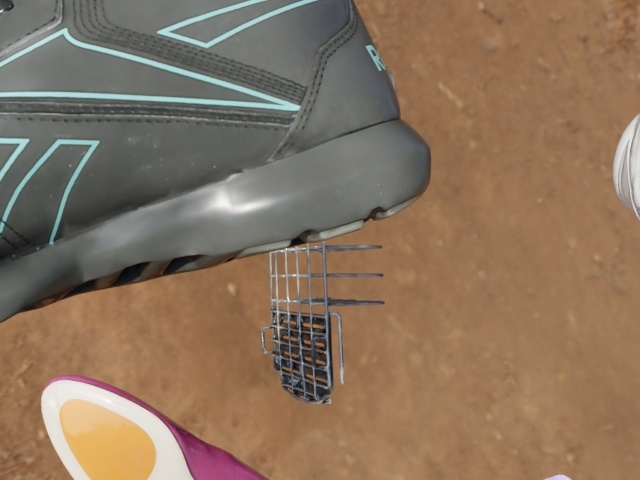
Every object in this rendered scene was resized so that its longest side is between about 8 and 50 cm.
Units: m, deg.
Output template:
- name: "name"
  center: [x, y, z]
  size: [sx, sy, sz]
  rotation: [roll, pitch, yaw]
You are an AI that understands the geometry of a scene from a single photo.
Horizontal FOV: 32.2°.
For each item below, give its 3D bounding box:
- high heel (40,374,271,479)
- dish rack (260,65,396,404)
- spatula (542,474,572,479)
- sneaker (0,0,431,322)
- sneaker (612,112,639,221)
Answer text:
- name: "high heel"
  center: [-0.101, 0.171, 0.835]
  size: [0.244, 0.082, 0.117]
  rotation: [35, 9, -9]
- name: "dish rack"
  center: [0.000, 0.000, 0.939]
  size: [0.074, 0.208, 0.271]
  rotation: [-1, 89, -15]
- name: "spatula"
  center: [0.237, 0.357, 0.963]
  size: [0.030, 0.084, 0.296]
  rotation: [28, 40, -60]
- name: "sneaker"
  center: [-0.095, -0.027, 0.340]
  size: [0.267, 0.101, 0.106]
  rotation: [-18, 95, -28]
- name: "sneaker"
  center: [0.338, -0.140, 0.911]
  size: [0.114, 0.305, 0.152]
  rotation: [17, 20, 4]
